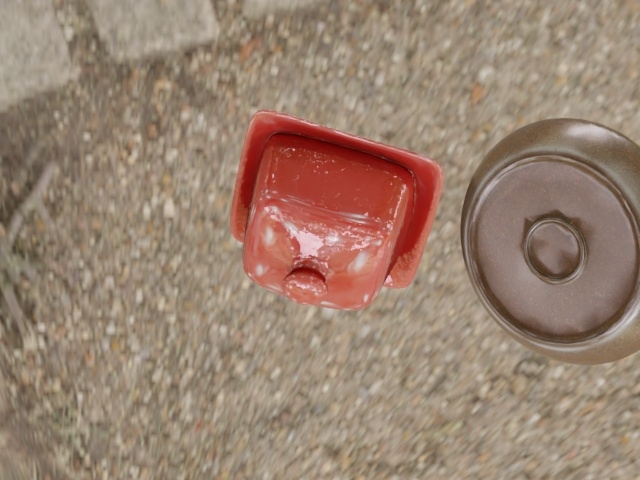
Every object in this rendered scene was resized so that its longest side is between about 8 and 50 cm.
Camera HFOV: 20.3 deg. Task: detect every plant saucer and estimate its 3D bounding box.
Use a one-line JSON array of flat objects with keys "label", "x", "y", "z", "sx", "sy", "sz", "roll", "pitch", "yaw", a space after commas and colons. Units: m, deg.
[{"label": "plant saucer", "x": 0.160, "y": 0.004, "z": 1.178, "sx": 0.029, "sy": 0.168, "sz": 0.168, "roll": -17, "pitch": 71, "yaw": -54}]

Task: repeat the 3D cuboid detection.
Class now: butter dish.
[{"label": "butter dish", "x": 0.000, "y": 0.000, "z": 1.386, "sx": 0.160, "sy": 0.160, "sz": 0.118, "roll": 17, "pitch": 49, "yaw": 2}]
